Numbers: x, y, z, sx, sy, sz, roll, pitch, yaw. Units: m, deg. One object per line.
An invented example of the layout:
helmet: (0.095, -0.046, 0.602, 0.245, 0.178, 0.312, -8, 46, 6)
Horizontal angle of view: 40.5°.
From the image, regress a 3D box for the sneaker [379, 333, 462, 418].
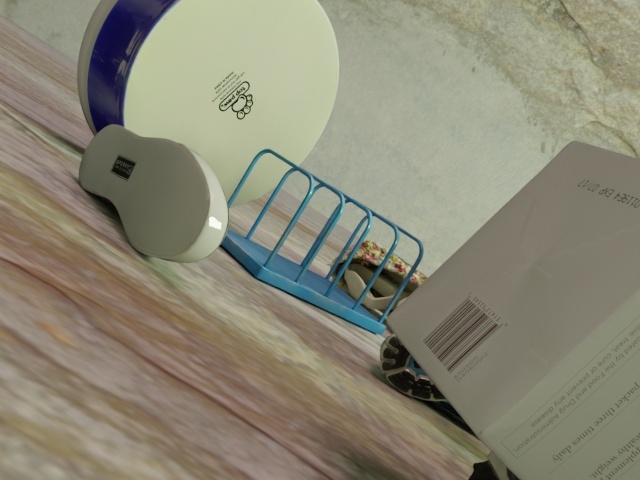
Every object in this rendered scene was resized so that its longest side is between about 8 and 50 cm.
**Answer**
sneaker: (0.120, 0.113, 0.690, 0.162, 0.063, 0.073, 31, 1, -5)

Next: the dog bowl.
dog bowl: (-0.113, -0.169, 0.917, 0.265, 0.264, 0.104, 27, 9, -48)

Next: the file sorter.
file sorter: (0.000, 0.000, 0.852, 0.170, 0.104, 0.118, 29, 6, -38)

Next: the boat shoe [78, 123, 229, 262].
boat shoe: (-0.111, -0.035, 0.646, 0.070, 0.077, 0.219, 27, 4, -36)

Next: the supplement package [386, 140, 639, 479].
supplement package: (0.172, 0.092, 0.407, 0.244, 0.134, 0.139, 46, 2, -17)

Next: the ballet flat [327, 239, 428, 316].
ballet flat: (0.095, 0.073, 0.983, 0.077, 0.091, 0.241, -11, 27, -36)

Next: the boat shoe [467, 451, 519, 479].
boat shoe: (0.084, 0.129, 0.391, 0.046, 0.038, 0.125, 46, 3, -4)
